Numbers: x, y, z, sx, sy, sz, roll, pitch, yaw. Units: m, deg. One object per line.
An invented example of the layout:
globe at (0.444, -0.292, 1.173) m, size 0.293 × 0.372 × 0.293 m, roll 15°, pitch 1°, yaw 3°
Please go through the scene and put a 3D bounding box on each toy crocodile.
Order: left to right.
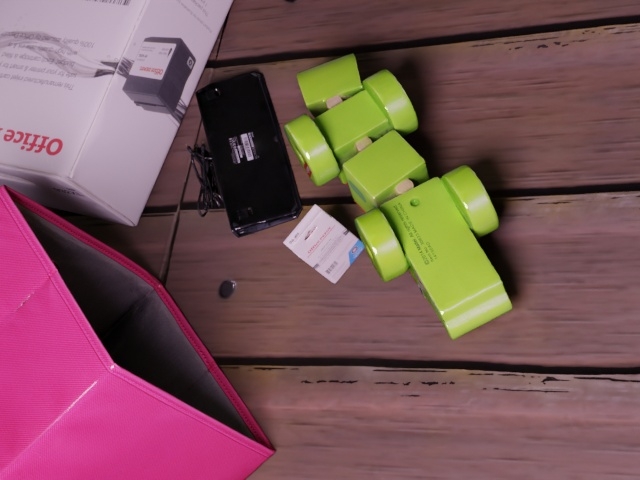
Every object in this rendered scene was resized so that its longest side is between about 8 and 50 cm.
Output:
toy crocodile at (0.067, -0.048, 1.497) m, size 0.115 × 0.105 × 0.340 m, roll -31°, pitch 57°, yaw -6°

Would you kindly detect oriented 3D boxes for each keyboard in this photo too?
keyboard at (-0.084, -0.081, 1.659) m, size 0.100 × 0.038 × 0.192 m, roll -15°, pitch 55°, yaw -1°

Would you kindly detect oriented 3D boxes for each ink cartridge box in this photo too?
ink cartridge box at (-0.249, -0.190, 1.748) m, size 0.223 × 0.129 × 0.307 m, roll 12°, pitch 73°, yaw 36°
ink cartridge box at (0.000, 0.000, 1.521) m, size 0.048 × 0.083 × 0.028 m, roll -51°, pitch 51°, yaw 0°

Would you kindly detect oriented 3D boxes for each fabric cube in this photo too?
fabric cube at (-0.251, 0.157, 1.494) m, size 0.258 × 0.254 × 0.259 m, roll -44°, pitch 52°, yaw 8°
